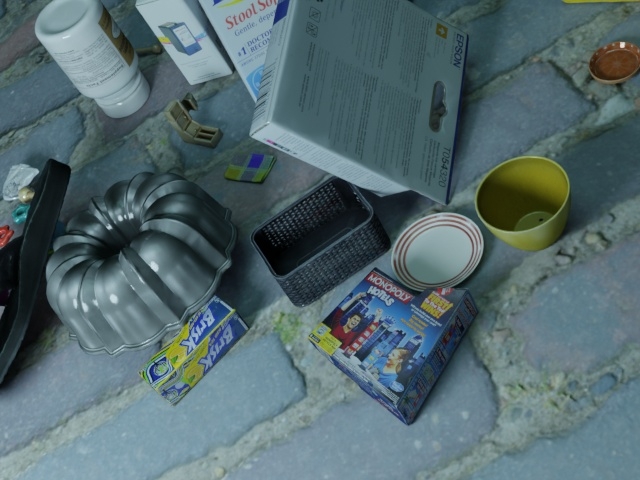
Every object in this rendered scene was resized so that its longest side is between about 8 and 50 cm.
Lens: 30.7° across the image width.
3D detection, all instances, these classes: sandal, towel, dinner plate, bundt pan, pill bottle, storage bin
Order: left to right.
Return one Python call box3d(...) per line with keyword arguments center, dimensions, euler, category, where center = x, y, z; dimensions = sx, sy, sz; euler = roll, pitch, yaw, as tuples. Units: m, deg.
box3d(center=(-0.520, 0.064, 1.909), dimensions=(0.167, 0.107, 0.446), euler=(-40, 36, 56), category="sandal")
box3d(center=(-0.410, -0.337, 2.142), dimensions=(0.131, 0.229, 0.131), euler=(-14, 50, 17), category="pill bottle")
box3d(center=(-0.300, 0.018, 1.845), dimensions=(0.330, 0.124, 0.331), euler=(-21, 40, 19), category="bundt pan")
box3d(center=(-0.122, -0.125, 1.983), dimensions=(0.083, 0.009, 0.060), euler=(11, 60, 33), category="towel")
box3d(center=(0.000, 0.000, 1.774), dimensions=(0.180, 0.084, 0.122), euler=(-35, 47, -1), category="storage bin")
box3d(center=(0.173, 0.019, 1.718), dimensions=(0.141, 0.017, 0.141), euler=(-14, 50, 17), category="dinner plate")

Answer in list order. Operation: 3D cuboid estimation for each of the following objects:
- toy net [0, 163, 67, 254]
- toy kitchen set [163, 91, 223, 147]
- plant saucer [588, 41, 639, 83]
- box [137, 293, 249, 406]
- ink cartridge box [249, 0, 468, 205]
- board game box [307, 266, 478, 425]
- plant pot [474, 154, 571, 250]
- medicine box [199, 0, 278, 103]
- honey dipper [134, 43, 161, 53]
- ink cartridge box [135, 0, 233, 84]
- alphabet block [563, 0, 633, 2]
box3d(center=(-0.536, -0.049, 2.110), dimensions=(0.122, 0.045, 0.232), euler=(-33, 46, 2), category="toy net")
box3d(center=(-0.216, -0.220, 2.053), dimensions=(0.075, 0.083, 0.068), euler=(14, 63, 34), category="toy kitchen set")
box3d(center=(0.458, -0.274, 1.807), dimensions=(0.083, 0.013, 0.084), euler=(-13, 51, 17), category="plant saucer")
box3d(center=(-0.190, 0.165, 1.756), dimensions=(0.169, 0.059, 0.054), euler=(-46, 49, -12), category="box")
box3d(center=(0.068, -0.243, 1.786), dimensions=(0.071, 0.330, 0.324), euler=(-24, 48, 51), category="ink cartridge box")
box3d(center=(0.116, 0.128, 1.633), dimensions=(0.194, 0.060, 0.194), euler=(-44, 48, -12), category="board game box")
box3d(center=(0.295, -0.039, 1.649), dimensions=(0.134, 0.095, 0.134), euler=(-13, 50, 16), category="plant pot")
box3d(center=(-0.053, -0.403, 1.975), dimensions=(0.263, 0.149, 0.289), euler=(-29, 90, 3), category="medicine box")
box3d(center=(-0.386, -0.370, 2.293), dimensions=(0.160, 0.030, 0.031), euler=(-3, 54, 22), category="honey dipper")
box3d(center=(-0.240, -0.416, 2.131), dimensions=(0.093, 0.212, 0.154), euler=(-12, 51, 18), category="ink cartridge box")
box3d(center=(0.479, -0.517, 1.866), dimensions=(0.192, 0.193, 0.197), euler=(3, 57, 30), category="alphabet block")
